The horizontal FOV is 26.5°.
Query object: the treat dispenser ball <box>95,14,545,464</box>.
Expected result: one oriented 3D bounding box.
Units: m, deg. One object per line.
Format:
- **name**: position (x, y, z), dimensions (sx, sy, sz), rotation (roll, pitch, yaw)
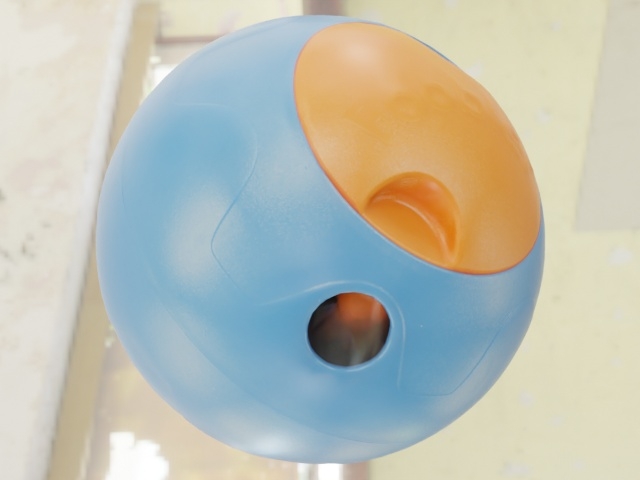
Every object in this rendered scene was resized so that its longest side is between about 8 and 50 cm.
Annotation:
- **treat dispenser ball**: position (0.000, 0.000, 0.877), dimensions (0.288, 0.288, 0.288), rotation (-2, -90, -88)
